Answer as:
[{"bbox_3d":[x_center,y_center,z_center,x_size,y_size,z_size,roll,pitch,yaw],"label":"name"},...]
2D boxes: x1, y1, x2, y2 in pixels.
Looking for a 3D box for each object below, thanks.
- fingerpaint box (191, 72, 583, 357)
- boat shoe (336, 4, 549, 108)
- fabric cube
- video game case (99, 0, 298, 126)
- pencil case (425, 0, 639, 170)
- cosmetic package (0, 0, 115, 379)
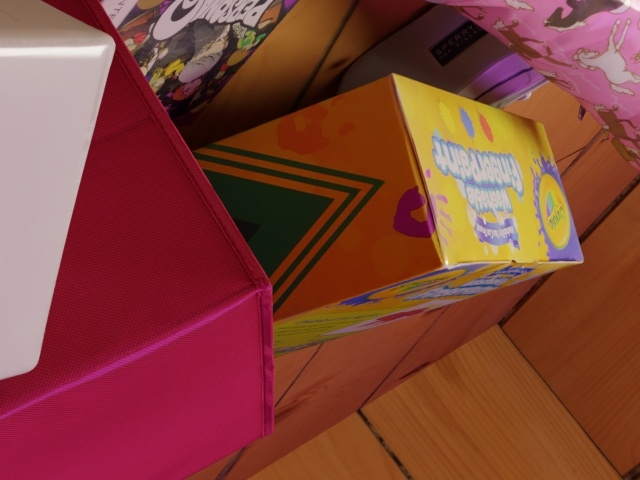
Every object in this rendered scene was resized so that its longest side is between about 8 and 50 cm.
[{"bbox_3d":[0.000,0.000,1.259,0.371,0.163,0.445,-19,172,23],"label":"fingerpaint box"},{"bbox_3d":[0.190,-0.195,1.406,0.367,0.136,0.156,-35,165,1],"label":"boat shoe"},{"bbox_3d":[-0.200,0.036,0.843,0.258,0.259,0.254,-27,156,-13],"label":"fabric cube"},{"bbox_3d":[-0.113,-0.156,0.986,0.210,0.042,0.232,-44,164,29],"label":"video game case"},{"bbox_3d":[0.232,-0.192,1.186,0.167,0.160,0.386,-34,140,25],"label":"pencil case"},{"bbox_3d":[-0.311,-0.030,0.429,0.453,0.230,0.161,-13,126,-55],"label":"cosmetic package"}]
